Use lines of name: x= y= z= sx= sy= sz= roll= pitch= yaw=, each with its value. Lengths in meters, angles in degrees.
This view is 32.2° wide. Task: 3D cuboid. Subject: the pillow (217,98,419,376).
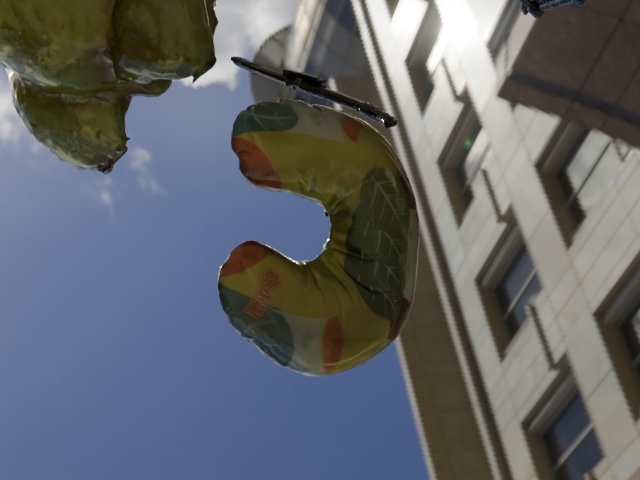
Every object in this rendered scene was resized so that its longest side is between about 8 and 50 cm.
pillow: x=0.000 y=0.000 z=0.958 sx=0.214 sy=0.086 sz=0.233 roll=13 pitch=-98 yaw=-38

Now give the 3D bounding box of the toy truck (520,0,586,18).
toy truck: x=0.075 y=-0.258 z=0.717 sx=0.259 sy=0.121 sz=0.088 roll=38 pitch=-93 yaw=-12

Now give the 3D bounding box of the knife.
knife: x=-0.004 y=-0.161 z=1.165 sx=0.222 sy=0.021 sz=0.045 roll=27 pitch=-157 yaw=30

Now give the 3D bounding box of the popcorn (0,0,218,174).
popcorn: x=-0.204 y=-0.252 z=1.053 sx=0.321 sy=0.290 sz=0.326 roll=-41 pitch=-141 yaw=1
